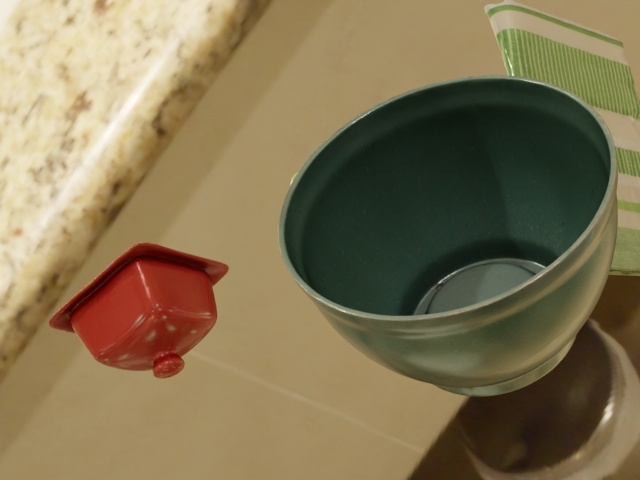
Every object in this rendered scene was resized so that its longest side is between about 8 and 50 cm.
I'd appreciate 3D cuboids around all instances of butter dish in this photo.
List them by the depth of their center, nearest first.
[{"bbox_3d":[-0.181,0.094,1.052,0.160,0.160,0.118,-38,60,21],"label":"butter dish"}]

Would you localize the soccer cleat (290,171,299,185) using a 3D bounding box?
[{"bbox_3d":[0.000,0.000,1.203,0.060,0.072,0.179,-11,74,-11],"label":"soccer cleat"}]

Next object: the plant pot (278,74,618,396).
[{"bbox_3d":[0.134,0.018,0.884,0.293,0.196,0.293,-15,41,14],"label":"plant pot"}]

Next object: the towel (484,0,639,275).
[{"bbox_3d":[0.306,-0.112,1.111,0.038,0.248,0.325,-29,64,44],"label":"towel"}]
